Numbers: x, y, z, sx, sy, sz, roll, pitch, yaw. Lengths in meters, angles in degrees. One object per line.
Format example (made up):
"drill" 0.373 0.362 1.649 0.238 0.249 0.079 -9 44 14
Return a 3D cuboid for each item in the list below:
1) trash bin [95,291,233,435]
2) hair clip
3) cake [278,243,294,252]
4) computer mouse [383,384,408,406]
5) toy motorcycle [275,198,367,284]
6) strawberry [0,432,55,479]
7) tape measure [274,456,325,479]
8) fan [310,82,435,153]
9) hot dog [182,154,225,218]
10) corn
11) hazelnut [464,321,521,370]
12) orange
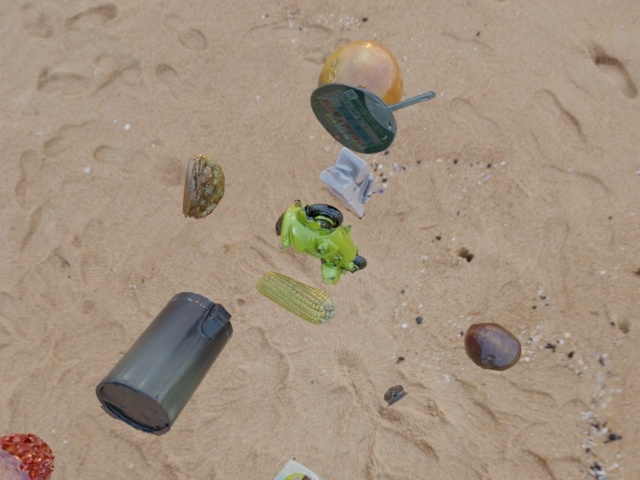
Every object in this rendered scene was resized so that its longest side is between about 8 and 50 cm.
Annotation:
"trash bin" -0.382 0.304 1.065 0.203 0.252 0.302 53 37 -19
"hair clip" 0.080 -0.127 0.978 0.085 0.331 0.101 42 95 10
"cake" -0.078 -0.007 1.808 0.225 0.109 0.090 -39 80 -9
"computer mouse" 0.237 0.494 1.340 0.079 0.135 0.047 -35 67 -2
"toy motorcycle" -0.001 0.002 1.129 0.206 0.342 0.142 13 66 29
"strawberry" -0.651 0.480 0.845 0.233 0.178 0.234 0 91 -3
"tape measure" -0.027 0.986 1.576 0.351 0.215 0.098 11 114 32
"fan" 0.088 -0.296 0.940 0.223 0.294 0.012 28 66 -9
"hot dog" -0.478 -0.213 1.686 0.122 0.272 0.196 30 32 13
"corn" -0.109 0.237 1.771 0.387 0.144 0.144 23 75 24
"hazelnut" 0.639 0.397 1.559 0.203 0.178 0.178 20 74 25
"orange" 0.116 -0.462 1.254 0.260 0.261 0.261 -1 72 3
